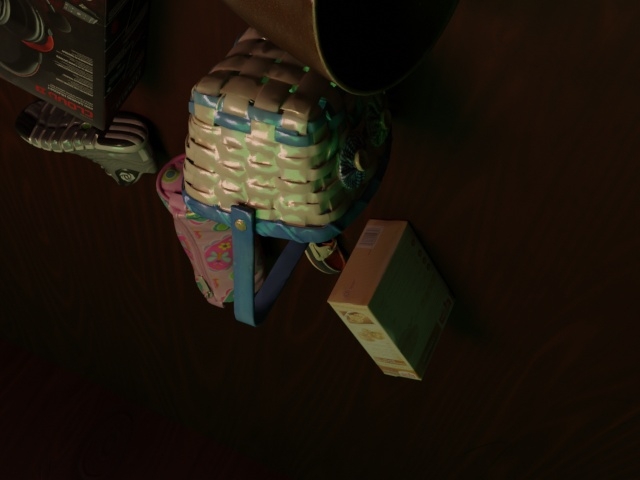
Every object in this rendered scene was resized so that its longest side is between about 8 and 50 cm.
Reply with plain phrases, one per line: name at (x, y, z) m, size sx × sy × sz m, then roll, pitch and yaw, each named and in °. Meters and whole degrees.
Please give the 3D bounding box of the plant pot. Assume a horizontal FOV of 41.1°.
plant pot at (-0.023, -0.258, 0.694) m, size 0.230 × 0.215 × 0.215 m, roll 28°, pitch 156°, yaw 29°

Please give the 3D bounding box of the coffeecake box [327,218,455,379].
coffeecake box at (0.105, 0.084, 1.190) m, size 0.068 × 0.142 × 0.185 m, roll 4°, pitch 144°, yaw 38°

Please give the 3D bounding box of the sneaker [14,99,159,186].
sneaker at (-0.343, -0.133, 1.283) m, size 0.228 × 0.086 × 0.132 m, roll 13°, pitch 152°, yaw 23°

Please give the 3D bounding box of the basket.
basket at (-0.033, -0.078, 0.924) m, size 0.201 × 0.255 × 0.289 m, roll 18°, pitch 140°, yaw 12°

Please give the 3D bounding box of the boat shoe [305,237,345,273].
boat shoe at (0.000, 0.000, 1.247) m, size 0.043 × 0.049 × 0.137 m, roll -5°, pitch 134°, yaw 42°

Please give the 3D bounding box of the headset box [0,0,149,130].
headset box at (-0.319, -0.272, 0.997) m, size 0.218 × 0.110 × 0.293 m, roll 28°, pitch 152°, yaw -2°

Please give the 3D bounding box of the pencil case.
pencil case at (-0.157, -0.011, 1.288) m, size 0.124 × 0.124 × 0.284 m, roll 18°, pitch 150°, yaw 17°
